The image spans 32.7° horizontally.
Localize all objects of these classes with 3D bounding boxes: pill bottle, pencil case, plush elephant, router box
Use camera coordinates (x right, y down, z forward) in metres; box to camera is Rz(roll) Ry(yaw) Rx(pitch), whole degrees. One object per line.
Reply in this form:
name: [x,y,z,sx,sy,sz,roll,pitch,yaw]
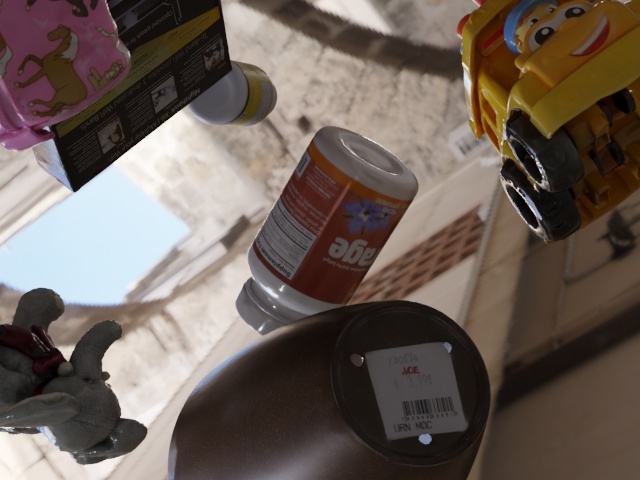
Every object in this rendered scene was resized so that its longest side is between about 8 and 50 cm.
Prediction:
pill bottle: [-0.134,-0.232,1.727,0.103,0.103,0.184,58,-163,5]
pencil case: [-0.298,-0.267,0.891,0.160,0.167,0.386,27,148,53]
plush elephant: [-0.392,0.204,1.578,0.272,0.255,0.330,51,-137,-65]
router box: [-0.261,-0.246,1.434,0.081,0.309,0.243,34,151,26]
pill bottle: [0.000,0.000,1.132,0.121,0.216,0.121,27,-159,-11]

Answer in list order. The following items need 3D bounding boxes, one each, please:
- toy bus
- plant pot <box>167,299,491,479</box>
toy bus: [0.177,-0.133,0.844,0.211,0.149,0.220,55,178,23]
plant pot: [0.022,0.134,0.761,0.215,0.230,0.215,8,-117,-17]
